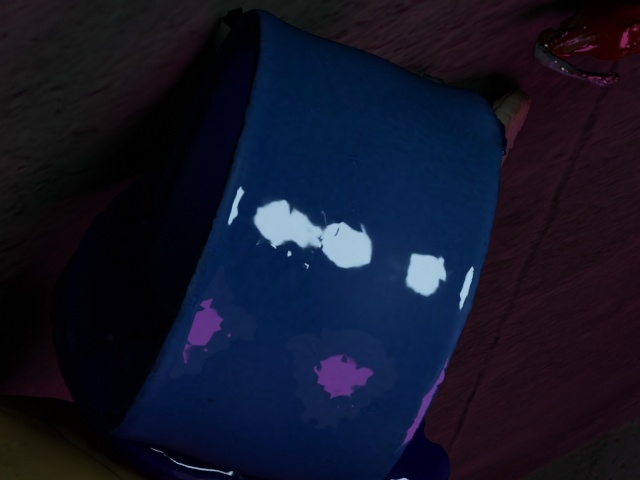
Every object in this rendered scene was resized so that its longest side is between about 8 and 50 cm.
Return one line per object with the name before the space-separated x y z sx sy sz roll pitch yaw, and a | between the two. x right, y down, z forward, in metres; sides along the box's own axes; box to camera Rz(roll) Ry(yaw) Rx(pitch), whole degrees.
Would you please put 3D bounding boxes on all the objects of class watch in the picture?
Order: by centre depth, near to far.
watch | -0.007 0.005 0.625 0.171 0.196 0.200 10 158 -15

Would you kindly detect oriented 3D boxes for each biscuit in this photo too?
biscuit | 0.068 -0.015 0.848 0.152 0.020 0.152 -55 171 -13

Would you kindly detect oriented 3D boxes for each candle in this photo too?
candle | 0.170 -0.111 0.797 0.162 0.048 0.053 -22 178 -23

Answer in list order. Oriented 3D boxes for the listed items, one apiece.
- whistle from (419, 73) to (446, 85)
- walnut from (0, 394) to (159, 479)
whistle | 0.039 -0.027 0.844 0.039 0.039 0.186 -24 162 -15
walnut | -0.162 0.204 0.719 0.332 0.333 0.333 -26 162 -9
